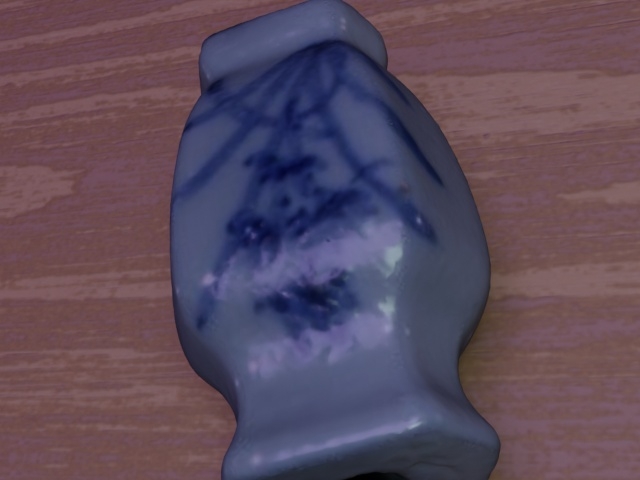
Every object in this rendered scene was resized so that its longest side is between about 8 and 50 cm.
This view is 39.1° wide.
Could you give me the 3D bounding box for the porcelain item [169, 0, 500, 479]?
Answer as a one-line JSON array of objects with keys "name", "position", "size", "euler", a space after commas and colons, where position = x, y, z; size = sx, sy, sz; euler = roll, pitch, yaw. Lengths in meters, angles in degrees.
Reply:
[{"name": "porcelain item", "position": [0.000, 0.000, 0.698], "size": [0.243, 0.178, 0.405], "euler": [-17, 55, 11]}]
